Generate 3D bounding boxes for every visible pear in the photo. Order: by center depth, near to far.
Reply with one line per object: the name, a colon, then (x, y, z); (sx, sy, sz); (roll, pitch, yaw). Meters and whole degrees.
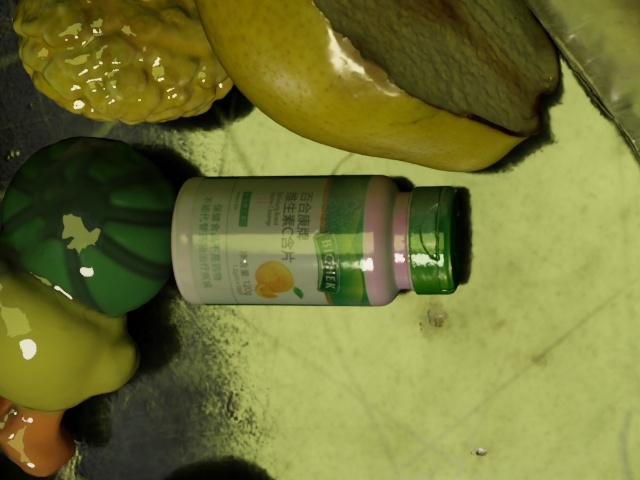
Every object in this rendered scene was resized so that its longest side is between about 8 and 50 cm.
pear: (0.024, -0.212, 1.293); (0.386, 0.340, 0.191); (48, 129, -10)

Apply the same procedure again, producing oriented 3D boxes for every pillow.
pillow: (0.304, -0.213, 1.320); (0.185, 0.075, 0.302); (-35, 87, -8)

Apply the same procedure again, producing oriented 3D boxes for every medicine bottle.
medicine bottle: (0.000, 0.000, 1.373); (0.274, 0.133, 0.133); (-1, 92, 11)

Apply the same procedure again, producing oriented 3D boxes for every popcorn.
popcorn: (-0.188, -0.217, 1.372); (0.226, 0.200, 0.203); (6, 99, 9)

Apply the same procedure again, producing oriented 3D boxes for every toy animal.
toy animal: (-0.273, 0.054, 1.398); (0.216, 0.191, 0.338); (34, 99, 14)
